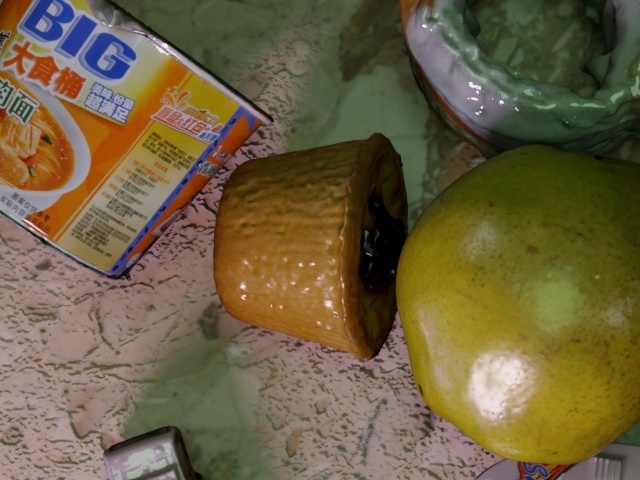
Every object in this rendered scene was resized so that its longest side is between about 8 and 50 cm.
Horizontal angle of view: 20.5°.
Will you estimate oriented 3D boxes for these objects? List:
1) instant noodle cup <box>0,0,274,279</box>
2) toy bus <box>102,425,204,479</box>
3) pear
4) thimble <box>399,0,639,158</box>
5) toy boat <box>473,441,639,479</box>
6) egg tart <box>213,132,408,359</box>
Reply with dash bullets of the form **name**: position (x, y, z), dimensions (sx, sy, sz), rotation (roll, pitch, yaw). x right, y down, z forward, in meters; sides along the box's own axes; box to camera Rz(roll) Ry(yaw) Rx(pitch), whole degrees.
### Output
- **instant noodle cup**: position (-0.217, -0.110, 1.670), dimensions (0.296, 0.296, 0.214), rotation (35, 93, 8)
- **toy bus**: position (-0.130, 0.305, 1.658), dimensions (0.092, 0.106, 0.268), rotation (-19, 79, -3)
- **pear**: position (0.209, 0.051, 1.605), dimensions (0.294, 0.294, 0.294), rotation (0, 79, 2)
- **thimble**: position (0.215, -0.207, 1.714), dimensions (0.254, 0.167, 0.288), rotation (-44, 79, -5)
- **toy boat**: position (0.286, 0.254, 1.658), dimensions (0.295, 0.088, 0.129), rotation (9, 79, 4)
- **egg tart**: position (0.000, 0.000, 1.672), dimensions (0.170, 0.215, 0.215), rotation (5, 79, 17)
